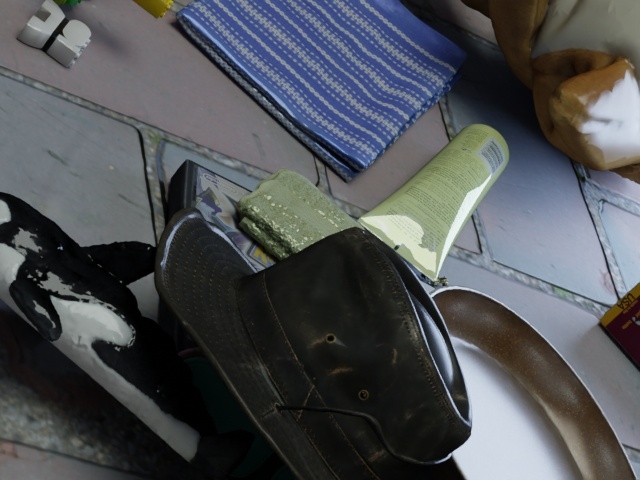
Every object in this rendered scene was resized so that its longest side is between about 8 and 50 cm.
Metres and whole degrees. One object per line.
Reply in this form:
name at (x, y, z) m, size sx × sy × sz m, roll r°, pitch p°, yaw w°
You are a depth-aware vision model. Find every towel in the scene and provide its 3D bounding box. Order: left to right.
towel at (0.000, 0.000, 1.718) m, size 0.148 × 0.027 × 0.110 m, roll 42°, pitch 33°, yaw 2°
towel at (0.012, -0.205, 2.032) m, size 0.243 × 0.040 × 0.336 m, roll 42°, pitch 32°, yaw 1°

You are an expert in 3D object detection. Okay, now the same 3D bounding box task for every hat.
hat at (0.027, 0.084, 1.466) m, size 0.331 × 0.134 × 0.331 m, roll 49°, pitch 15°, yaw -18°

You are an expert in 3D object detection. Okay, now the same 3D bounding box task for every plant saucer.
plant saucer at (0.170, 0.181, 1.690) m, size 0.310 × 0.050 × 0.311 m, roll 39°, pitch 30°, yaw -28°

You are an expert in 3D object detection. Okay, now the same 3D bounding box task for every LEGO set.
LEGO set at (-0.182, -0.234, 1.811) m, size 0.093 × 0.087 × 0.227 m, roll 36°, pitch 33°, yaw -8°
LEGO set at (0.116, 0.056, 1.844) m, size 0.054 × 0.023 × 0.083 m, roll 10°, pitch 44°, yaw -41°

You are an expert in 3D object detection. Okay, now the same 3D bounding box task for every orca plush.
orca plush at (-0.148, 0.047, 1.427) m, size 0.287 × 0.102 × 0.151 m, roll 40°, pitch -5°, yaw 17°

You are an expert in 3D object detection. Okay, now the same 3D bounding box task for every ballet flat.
ballet flat at (-0.034, 0.162, 1.523) m, size 0.221 × 0.077 × 0.079 m, roll 43°, pitch 13°, yaw -7°

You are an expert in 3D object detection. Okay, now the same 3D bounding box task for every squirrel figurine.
squirrel figurine at (0.271, -0.245, 2.194) m, size 0.370 × 0.281 × 0.397 m, roll 38°, pitch -5°, yaw 31°

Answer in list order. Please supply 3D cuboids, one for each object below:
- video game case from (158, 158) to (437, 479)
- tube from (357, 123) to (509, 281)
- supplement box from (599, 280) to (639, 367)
video game case at (-0.011, 0.074, 1.676) m, size 0.274 × 0.035 × 0.248 m, roll 28°, pitch 35°, yaw -22°
tube at (0.117, -0.042, 1.940) m, size 0.240 × 0.070 × 0.062 m, roll -48°, pitch 133°, yaw -54°
supplement box at (0.390, 0.116, 2.014) m, size 0.188 × 0.081 × 0.104 m, roll 49°, pitch 32°, yaw 11°
